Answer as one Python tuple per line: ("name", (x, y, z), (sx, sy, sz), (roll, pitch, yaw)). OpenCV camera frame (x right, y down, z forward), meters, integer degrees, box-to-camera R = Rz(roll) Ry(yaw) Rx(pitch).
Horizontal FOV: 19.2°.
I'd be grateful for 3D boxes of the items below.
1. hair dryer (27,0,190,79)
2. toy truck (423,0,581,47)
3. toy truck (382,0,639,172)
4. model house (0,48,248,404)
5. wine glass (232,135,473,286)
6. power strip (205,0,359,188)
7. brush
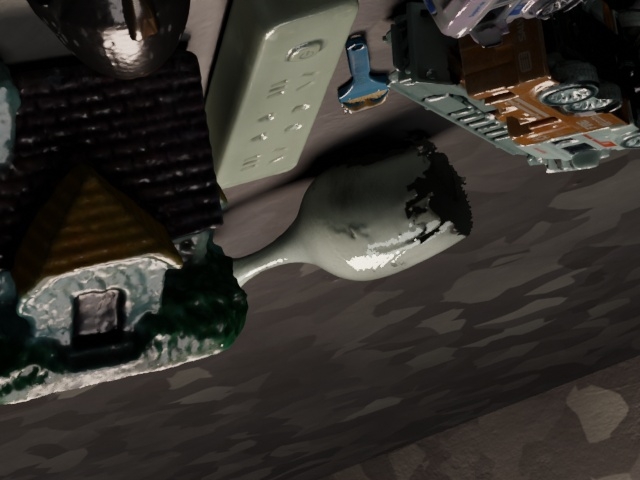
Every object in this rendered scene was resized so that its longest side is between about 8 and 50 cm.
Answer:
("hair dryer", (-0.040, -0.260, 1.254), (0.359, 0.120, 0.304), (-25, 151, -13))
("toy truck", (0.144, -0.242, 1.344), (0.155, 0.124, 0.268), (-23, 168, -27))
("toy truck", (0.202, -0.151, 1.749), (0.184, 0.133, 0.338), (-14, 164, 26))
("model house", (-0.200, -0.043, 1.581), (0.280, 0.230, 0.249), (-13, 139, -24))
("wine glass", (0.000, 0.000, 2.004), (0.321, 0.143, 0.143), (-23, 163, 16))
("power strip", (-0.040, -0.143, 1.629), (0.091, 0.062, 0.385), (-17, 165, -15))
("brush", (0.038, -0.155, 1.758), (0.051, 0.014, 0.164), (-19, 163, 0))
